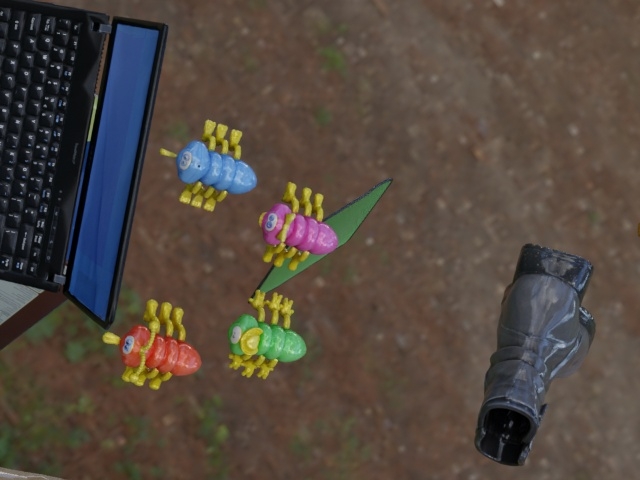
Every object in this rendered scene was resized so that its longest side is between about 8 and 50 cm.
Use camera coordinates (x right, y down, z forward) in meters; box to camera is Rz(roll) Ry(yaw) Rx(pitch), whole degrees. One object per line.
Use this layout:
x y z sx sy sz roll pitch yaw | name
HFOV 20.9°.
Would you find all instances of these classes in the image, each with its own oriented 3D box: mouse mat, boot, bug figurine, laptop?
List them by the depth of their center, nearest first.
-0.240 -0.074 1.362 0.136 0.264 0.234 -7 109 -75 | laptop
-0.091 0.031 1.734 0.216 0.279 0.072 14 6 -30 | bug figurine
0.232 0.158 2.000 0.338 0.118 0.222 64 43 -65 | boot
0.000 0.000 2.081 0.007 0.152 0.190 48 50 11 | mouse mat

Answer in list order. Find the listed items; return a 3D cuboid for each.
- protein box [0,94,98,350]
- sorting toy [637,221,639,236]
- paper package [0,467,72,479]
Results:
-0.299 -0.030 1.708 0.136 0.201 0.199 34 47 -22 | protein box
0.544 0.017 2.090 0.307 0.229 0.041 29 53 -27 | sorting toy
-0.399 0.337 1.485 0.310 0.324 0.168 14 36 -20 | paper package
